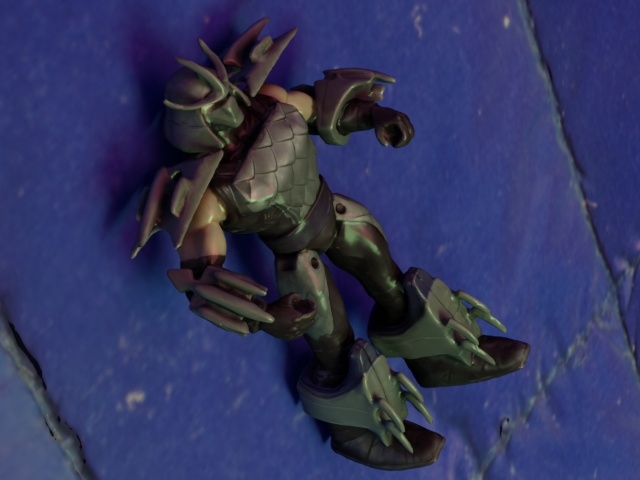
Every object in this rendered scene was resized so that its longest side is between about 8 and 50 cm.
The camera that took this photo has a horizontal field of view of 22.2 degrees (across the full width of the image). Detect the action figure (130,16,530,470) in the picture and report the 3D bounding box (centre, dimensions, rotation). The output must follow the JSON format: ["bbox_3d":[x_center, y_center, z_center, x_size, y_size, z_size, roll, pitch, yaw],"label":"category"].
[{"bbox_3d":[0.000,0.000,0.889,0.185,0.099,0.285,-56,129,-25],"label":"action figure"}]
